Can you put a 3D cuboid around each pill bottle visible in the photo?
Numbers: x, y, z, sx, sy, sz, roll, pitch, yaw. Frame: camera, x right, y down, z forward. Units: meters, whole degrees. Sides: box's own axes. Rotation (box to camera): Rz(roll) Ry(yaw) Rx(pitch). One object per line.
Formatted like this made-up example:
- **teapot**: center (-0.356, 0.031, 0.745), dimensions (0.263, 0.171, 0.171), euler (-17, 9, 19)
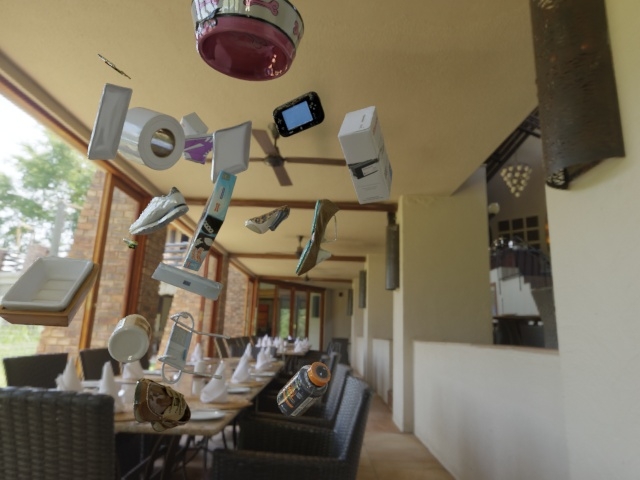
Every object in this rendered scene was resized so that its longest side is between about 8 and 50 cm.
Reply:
- **pill bottle**: center (-0.059, 0.575, 1.653), dimensions (0.130, 0.130, 0.246), euler (11, -51, -36)
- **pill bottle**: center (-0.691, 0.348, 1.552), dimensions (0.131, 0.131, 0.229), euler (7, 3, -19)

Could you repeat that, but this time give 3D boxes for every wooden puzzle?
- **wooden puzzle**: center (-0.743, -0.623, 1.525), dimensions (0.116, 0.014, 0.078), euler (36, -2, 16)

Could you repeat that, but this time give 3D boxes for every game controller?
- **game controller**: center (-0.117, -0.662, 2.245), dimensions (0.319, 0.167, 0.067), euler (-11, 7, 38)

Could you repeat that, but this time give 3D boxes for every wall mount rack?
- **wall mount rack**: center (-0.588, 0.501, 1.972), dimensions (0.130, 0.350, 0.304), euler (-20, -43, 29)

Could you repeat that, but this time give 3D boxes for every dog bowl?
- **dog bowl**: center (-0.267, -0.727, 1.535), dimensions (0.407, 0.151, 0.408), euler (4, -8, 1)

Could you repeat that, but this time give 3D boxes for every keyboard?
- **keyboard**: center (-0.498, 0.153, 1.595), dimensions (0.255, 0.072, 0.014), euler (20, -29, 0)

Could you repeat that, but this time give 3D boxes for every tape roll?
- **tape roll**: center (-0.744, -0.446, 1.860), dimensions (0.169, 0.246, 0.246), euler (22, -3, 26)

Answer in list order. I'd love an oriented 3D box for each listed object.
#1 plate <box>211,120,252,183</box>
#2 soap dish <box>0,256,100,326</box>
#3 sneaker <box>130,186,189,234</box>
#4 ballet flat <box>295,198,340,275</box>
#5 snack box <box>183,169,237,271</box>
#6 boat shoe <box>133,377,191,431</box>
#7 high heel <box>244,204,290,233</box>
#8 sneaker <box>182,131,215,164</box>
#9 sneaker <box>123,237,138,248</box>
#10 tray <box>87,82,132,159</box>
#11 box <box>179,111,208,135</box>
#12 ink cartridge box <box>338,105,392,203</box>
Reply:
- **plate**: center (-0.454, -0.450, 2.127), dimensions (0.045, 0.277, 0.278), euler (26, 36, 21)
- **soap dish**: center (-0.956, 0.183, 1.515), dimensions (0.228, 0.291, 0.118), euler (4, -57, -6)
- **sneaker**: center (-0.574, -0.096, 1.486), dimensions (0.235, 0.095, 0.090), euler (-28, -1, 9)
- **ballet flat**: center (0.000, 0.000, 1.758), dimensions (0.124, 0.343, 0.116), euler (17, 4, -5)
- **snack box**: center (-0.365, -0.057, 1.389), dimensions (0.060, 0.187, 0.322), euler (21, -41, -18)
- **boat shoe**: center (-0.471, 0.496, 1.292), dimensions (0.119, 0.123, 0.324), euler (-4, -32, -5)
- **high heel**: center (-0.288, -0.125, 2.320), dimensions (0.261, 0.186, 0.093), euler (4, -45, 39)
- **sneaker**: center (-0.605, -0.492, 2.274), dimensions (0.282, 0.161, 0.102), euler (-15, 10, -26)
- **sneaker**: center (-0.805, 0.014, 1.784), dimensions (0.083, 0.035, 0.031), euler (15, -3, 30)
- **tray**: center (-0.750, -0.417, 1.496), dimensions (0.030, 0.271, 0.145), euler (23, 15, 5)
- **box**: center (-0.744, -0.630, 2.450), dimensions (0.091, 0.130, 0.170), euler (-42, 4, -40)
- **ink cartridge box**: center (0.238, -0.430, 2.142), dimensions (0.166, 0.286, 0.395), euler (-9, -55, 20)
